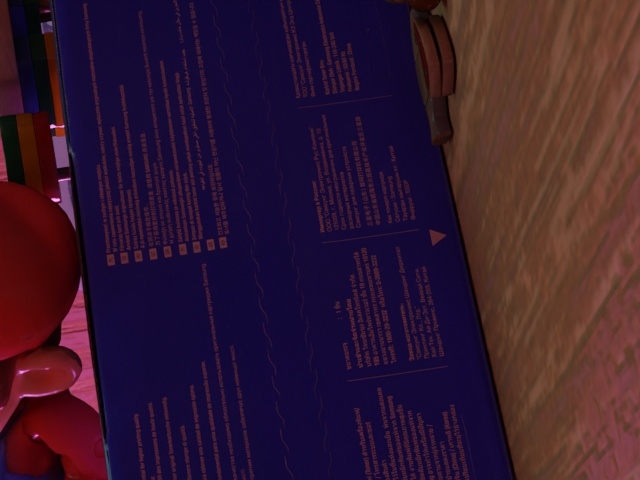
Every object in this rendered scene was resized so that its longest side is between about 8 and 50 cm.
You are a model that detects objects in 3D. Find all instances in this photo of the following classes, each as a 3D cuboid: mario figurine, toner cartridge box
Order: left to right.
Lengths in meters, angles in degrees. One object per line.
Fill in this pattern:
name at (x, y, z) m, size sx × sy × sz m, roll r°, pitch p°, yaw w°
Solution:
mario figurine at (-0.187, 0.099, 0.798) m, size 0.320 × 0.198 × 0.170 m, roll 80°, pitch -171°, yaw -53°
toner cartridge box at (-0.020, 0.023, 0.733) m, size 0.075 × 0.165 × 0.348 m, roll 89°, pitch 172°, yaw -66°

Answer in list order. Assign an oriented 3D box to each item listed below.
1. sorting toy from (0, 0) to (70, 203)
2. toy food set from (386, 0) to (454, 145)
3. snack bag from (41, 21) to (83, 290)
sorting toy at (-0.154, -0.086, 0.908) m, size 0.274 × 0.046 × 0.132 m, roll -108°, pitch 13°, yaw -45°
toy food set at (0.036, -0.107, 0.690) m, size 0.078 × 0.019 × 0.122 m, roll 92°, pitch 168°, yaw -69°
snack bag at (-0.103, -0.060, 1.310) m, size 0.342 × 0.037 × 0.323 m, roll 18°, pitch 126°, yaw 38°
